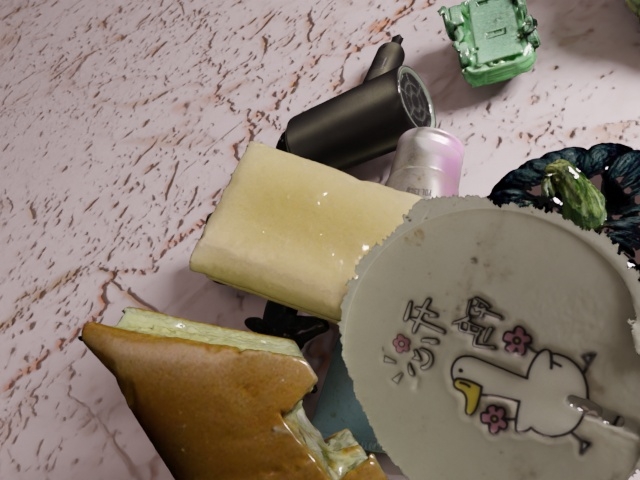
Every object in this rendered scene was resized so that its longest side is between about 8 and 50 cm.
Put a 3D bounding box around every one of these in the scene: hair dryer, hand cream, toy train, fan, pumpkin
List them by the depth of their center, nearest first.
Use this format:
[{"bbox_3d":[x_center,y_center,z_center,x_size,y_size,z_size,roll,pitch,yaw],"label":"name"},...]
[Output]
[{"bbox_3d":[0.193,0.118,0.546,0.414,0.233,0.012,25,20,22],"label":"fan"},{"bbox_3d":[0.206,0.014,0.624,0.194,0.150,0.194,-1,81,8],"label":"pumpkin"},{"bbox_3d":[0.068,0.038,0.725,0.111,0.070,0.312,-1,54,25],"label":"hand cream"},{"bbox_3d":[0.188,-0.223,0.894,0.099,0.081,0.149,-16,51,14],"label":"toy train"},{"bbox_3d":[0.044,-0.164,0.929,0.195,0.078,0.248,-18,28,32],"label":"hair dryer"}]

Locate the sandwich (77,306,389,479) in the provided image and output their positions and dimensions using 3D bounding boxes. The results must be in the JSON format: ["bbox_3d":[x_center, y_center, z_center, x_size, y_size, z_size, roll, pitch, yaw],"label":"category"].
[{"bbox_3d":[-0.054,0.126,0.587,0.128,0.122,0.236,-35,88,-1],"label":"sandwich"}]

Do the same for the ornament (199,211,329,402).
[{"bbox_3d":[-0.072,0.070,0.752,0.202,0.080,0.236,-7,52,37],"label":"ornament"}]

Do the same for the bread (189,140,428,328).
[{"bbox_3d":[0.000,0.001,0.677,0.178,0.060,0.139,20,59,7],"label":"bread"}]

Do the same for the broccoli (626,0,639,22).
[{"bbox_3d":[0.370,-0.325,0.766,0.288,0.245,0.248,17,69,43],"label":"broccoli"}]
